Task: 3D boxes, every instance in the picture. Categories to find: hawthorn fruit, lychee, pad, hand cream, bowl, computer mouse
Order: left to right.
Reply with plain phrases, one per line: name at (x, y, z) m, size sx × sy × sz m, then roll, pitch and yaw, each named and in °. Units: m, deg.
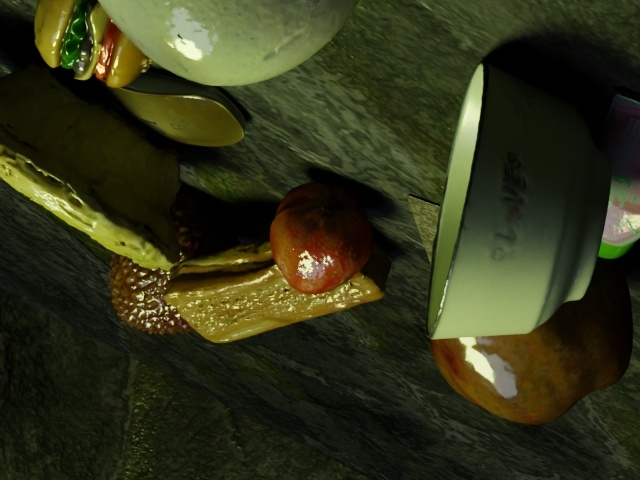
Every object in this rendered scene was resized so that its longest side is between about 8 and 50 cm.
computer mouse at (-0.170, -0.146, 2.057) m, size 0.199 × 0.045 × 0.102 m, roll 15°, pitch 159°, yaw 36°
lychee at (-0.176, 0.033, 2.428) m, size 0.194 × 0.194 × 0.194 m, roll 25°, pitch 165°, yaw 7°
hawthorn fruit at (0.000, 0.000, 2.089) m, size 0.128 × 0.128 × 0.128 m, roll 25°, pitch 165°, yaw 7°
pad at (0.180, 0.019, 2.096) m, size 0.158 × 0.003 × 0.235 m, roll 22°, pitch 165°, yaw 18°
hawthorn fruit at (0.193, 0.047, 1.845) m, size 0.208 × 0.208 × 0.248 m, roll 7°, pitch 131°, yaw 52°
bowl at (0.167, -0.022, 1.582) m, size 0.126 × 0.238 × 0.238 m, roll 12°, pitch 165°, yaw 0°
hand cream at (0.268, -0.055, 1.635) m, size 0.079 × 0.050 × 0.275 m, roll 1°, pitch 158°, yaw -1°

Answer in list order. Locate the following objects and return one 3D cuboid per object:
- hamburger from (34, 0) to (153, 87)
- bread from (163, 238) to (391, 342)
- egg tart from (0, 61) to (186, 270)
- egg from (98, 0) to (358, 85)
hamburger at (-0.182, -0.213, 1.643) m, size 0.115 × 0.162 × 0.162 m, roll 21°, pitch 166°, yaw -4°
bread at (-0.049, 0.050, 2.264) m, size 0.271 × 0.077 × 0.139 m, roll -19°, pitch 134°, yaw 32°
egg tart at (-0.277, -0.100, 2.161) m, size 0.345 × 0.132 × 0.345 m, roll 34°, pitch 180°, yaw 0°
egg at (-0.090, -0.211, 1.466) m, size 0.271 × 0.162 × 0.206 m, roll 34°, pitch 165°, yaw -29°
